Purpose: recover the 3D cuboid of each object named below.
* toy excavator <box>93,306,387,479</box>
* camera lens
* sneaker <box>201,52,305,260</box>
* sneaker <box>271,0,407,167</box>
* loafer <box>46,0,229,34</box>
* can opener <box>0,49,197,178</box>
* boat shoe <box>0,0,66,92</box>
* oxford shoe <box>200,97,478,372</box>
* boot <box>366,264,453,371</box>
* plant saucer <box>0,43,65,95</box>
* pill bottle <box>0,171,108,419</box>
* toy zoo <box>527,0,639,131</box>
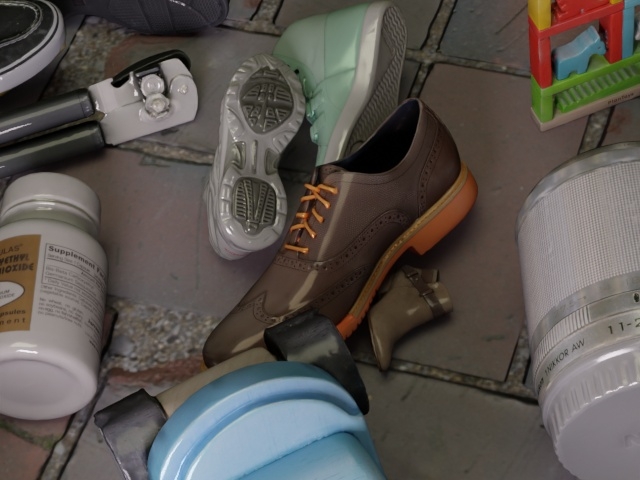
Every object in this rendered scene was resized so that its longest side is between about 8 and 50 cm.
[{"bbox_3d":[0.021,0.330,1.468,0.222,0.433,0.445,-24,26,-11],"label":"toy excavator"},{"bbox_3d":[0.297,0.064,1.655,0.219,0.219,0.274,-5,53,4],"label":"camera lens"},{"bbox_3d":[-0.083,-0.085,1.883,0.090,0.115,0.232,20,64,-18],"label":"sneaker"},{"bbox_3d":[0.001,-0.131,1.939,0.151,0.094,0.256,-3,63,34],"label":"sneaker"},{"bbox_3d":[-0.243,-0.308,2.087,0.302,0.109,0.095,5,50,15],"label":"loafer"},{"bbox_3d":[-0.267,-0.132,1.987,0.280,0.074,0.093,-20,19,-9],"label":"can opener"},{"bbox_3d":[-0.424,-0.215,1.929,0.306,0.105,0.113,-12,58,-10],"label":"boat shoe"},{"bbox_3d":[0.000,0.000,1.778,0.130,0.133,0.363,13,49,46],"label":"oxford shoe"},{"bbox_3d":[0.088,0.073,1.789,0.087,0.042,0.118,-10,52,-1],"label":"boot"},{"bbox_3d":[-0.509,-0.208,2.033,0.333,0.081,0.333,-38,65,-24],"label":"plant saucer"},{"bbox_3d":[-0.278,0.051,1.800,0.131,0.131,0.229,-3,52,5],"label":"pill bottle"},{"bbox_3d":[0.303,-0.246,1.841,0.192,0.293,0.030,-21,53,-7],"label":"toy zoo"}]
